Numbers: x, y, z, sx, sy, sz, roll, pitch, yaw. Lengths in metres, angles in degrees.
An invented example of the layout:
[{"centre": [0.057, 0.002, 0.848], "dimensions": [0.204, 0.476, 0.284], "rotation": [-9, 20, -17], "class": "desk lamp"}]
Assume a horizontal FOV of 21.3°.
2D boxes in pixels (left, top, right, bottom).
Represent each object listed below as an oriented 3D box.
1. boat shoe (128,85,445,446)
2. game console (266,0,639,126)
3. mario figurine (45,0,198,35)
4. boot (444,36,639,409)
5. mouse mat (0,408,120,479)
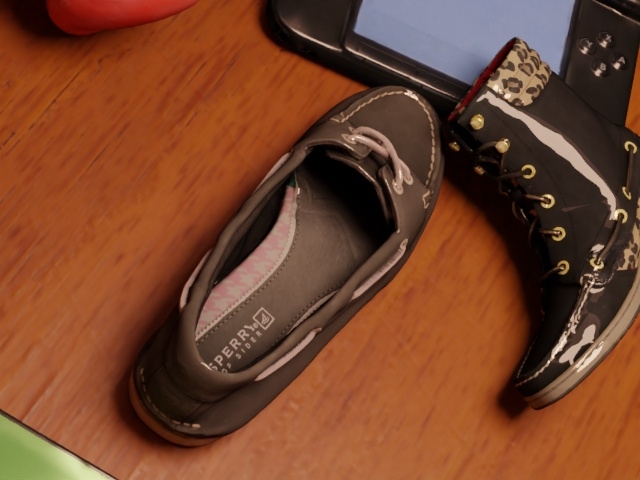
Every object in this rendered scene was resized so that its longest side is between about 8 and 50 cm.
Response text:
[{"centre": [0.000, 0.000, 1.123], "dimensions": [0.112, 0.095, 0.335], "rotation": [40, 57, -1], "class": "boat shoe"}, {"centre": [0.142, -0.230, 1.255], "dimensions": [0.293, 0.173, 0.250], "rotation": [23, 58, -11], "class": "game console"}, {"centre": [-0.187, -0.278, 1.134], "dimensions": [0.320, 0.170, 0.198], "rotation": [44, 91, 11], "class": "mario figurine"}, {"centre": [0.149, -0.016, 1.190], "dimensions": [0.178, 0.085, 0.236], "rotation": [39, 59, -8], "class": "boot"}, {"centre": [-0.191, 0.181, 1.004], "dimensions": [0.189, 0.007, 0.153], "rotation": [31, 57, -5], "class": "mouse mat"}]
